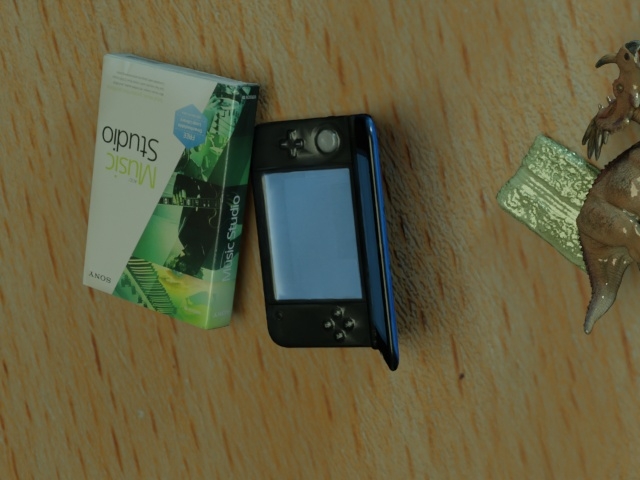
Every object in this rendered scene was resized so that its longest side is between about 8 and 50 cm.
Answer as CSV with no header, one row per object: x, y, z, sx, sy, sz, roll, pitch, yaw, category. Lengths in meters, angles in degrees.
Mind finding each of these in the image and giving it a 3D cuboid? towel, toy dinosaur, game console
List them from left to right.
0.000,0.000,1.692,0.250,0.173,0.293,-3,97,28,game console
0.283,-0.043,1.617,0.148,0.027,0.110,39,113,17,towel
0.336,-0.052,1.523,0.200,0.127,0.296,35,108,19,toy dinosaur

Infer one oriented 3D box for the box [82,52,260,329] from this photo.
-0.200,-0.067,1.836,0.232,0.058,0.322,16,107,34,box
